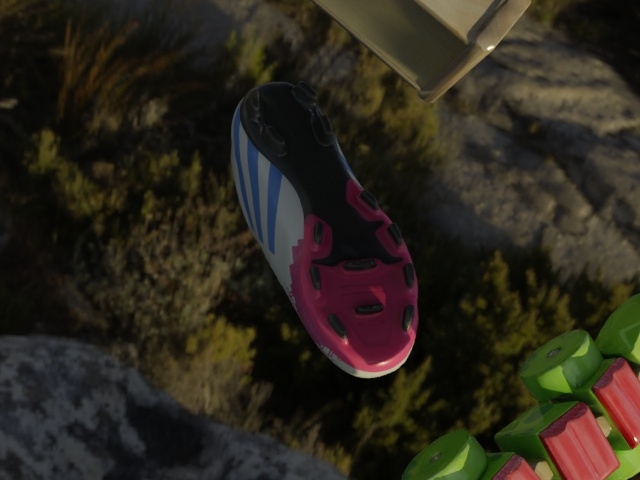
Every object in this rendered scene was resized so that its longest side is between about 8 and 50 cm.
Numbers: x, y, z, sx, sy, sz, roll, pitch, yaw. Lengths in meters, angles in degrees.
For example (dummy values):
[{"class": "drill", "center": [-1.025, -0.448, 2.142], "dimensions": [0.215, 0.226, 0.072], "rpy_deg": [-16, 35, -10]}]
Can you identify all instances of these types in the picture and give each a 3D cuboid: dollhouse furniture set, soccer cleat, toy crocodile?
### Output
[{"class": "dollhouse furniture set", "center": [0.145, -0.369, 1.142], "dimensions": [0.256, 0.362, 0.394], "rpy_deg": [40, 76, -4]}, {"class": "soccer cleat", "center": [0.000, 0.000, 1.178], "dimensions": [0.116, 0.143, 0.331], "rpy_deg": [-10, 59, -20]}, {"class": "toy crocodile", "center": [0.172, 0.166, 0.938], "dimensions": [0.340, 0.105, 0.115], "rpy_deg": [-38, 97, -25]}]
